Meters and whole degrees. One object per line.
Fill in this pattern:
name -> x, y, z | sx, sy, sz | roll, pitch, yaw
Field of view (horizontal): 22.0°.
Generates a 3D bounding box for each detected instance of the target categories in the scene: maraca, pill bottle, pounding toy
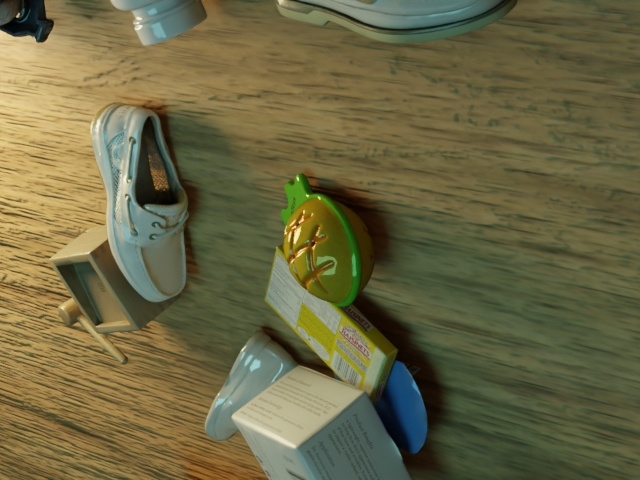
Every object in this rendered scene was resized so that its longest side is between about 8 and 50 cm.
maraca -> 0.000, 0.000, 1.955 | 0.185, 0.099, 0.127 | 50, 138, 43
pill bottle -> -0.204, -0.326, 1.891 | 0.112, 0.112, 0.186 | -7, 114, 45
pounding toy -> -0.285, 0.073, 2.278 | 0.206, 0.094, 0.181 | -8, 118, 55

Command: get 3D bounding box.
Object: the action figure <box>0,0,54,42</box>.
action figure -> -0.515, -0.369, 2.104 | 0.341, 0.178, 0.330 | 19, 119, 27

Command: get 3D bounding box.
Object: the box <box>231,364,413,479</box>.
box -> 0.009, 0.275, 2.073 | 0.182, 0.119, 0.181 | 14, 136, 60

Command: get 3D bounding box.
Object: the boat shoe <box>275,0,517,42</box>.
boat shoe -> 0.059, -0.276, 1.683 | 0.302, 0.113, 0.103 | 11, 131, 39

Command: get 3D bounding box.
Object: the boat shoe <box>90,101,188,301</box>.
boat shoe -> -0.217, -0.042, 2.119 | 0.096, 0.098, 0.277 | 7, 122, 41

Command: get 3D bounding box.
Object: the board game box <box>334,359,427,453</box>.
board game box -> 0.085, 0.188, 2.053 | 0.169, 0.033, 0.133 | 19, 128, 47

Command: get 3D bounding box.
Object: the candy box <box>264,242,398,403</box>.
candy box -> 0.010, 0.102, 2.038 | 0.206, 0.027, 0.105 | 45, 142, 24

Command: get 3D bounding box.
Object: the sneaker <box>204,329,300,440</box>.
sneaker -> -0.088, 0.217, 2.210 | 0.094, 0.080, 0.212 | 32, 136, 5
